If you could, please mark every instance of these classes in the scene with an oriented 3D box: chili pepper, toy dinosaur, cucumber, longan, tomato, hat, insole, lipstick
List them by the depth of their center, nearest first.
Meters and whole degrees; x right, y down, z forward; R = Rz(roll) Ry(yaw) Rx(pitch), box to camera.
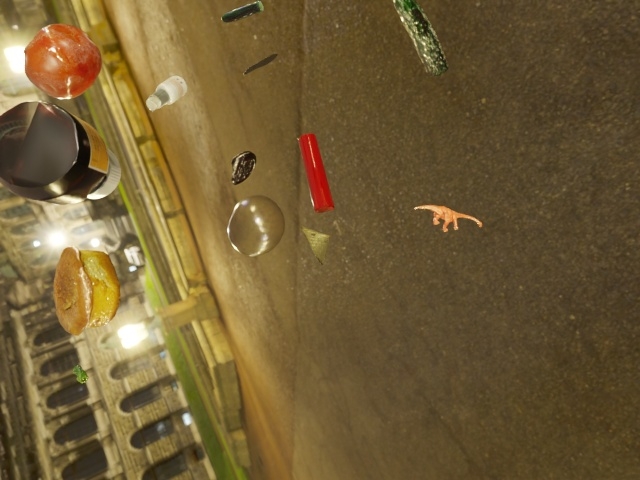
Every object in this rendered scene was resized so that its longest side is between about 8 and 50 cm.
[{"bbox_3d":[-0.114,-0.025,0.871,0.114,0.092,0.113,1,92,38],"label":"longan"},{"bbox_3d":[0.258,-0.538,1.298,0.293,0.067,0.067,38,-170,-51],"label":"cucumber"},{"bbox_3d":[-0.226,-0.647,1.433,0.032,0.133,0.032,-9,-90,-69],"label":"cucumber"},{"bbox_3d":[-0.702,0.386,1.467,0.091,0.030,0.034,16,140,47],"label":"chili pepper"},{"bbox_3d":[-0.176,-0.527,1.501,0.002,0.153,0.053,50,143,-5],"label":"insole"},{"bbox_3d":[-0.802,-0.552,1.580,0.189,0.231,0.232,34,159,-4],"label":"tomato"},{"bbox_3d":[0.000,0.000,1.603,0.145,0.067,0.146,61,-177,-5],"label":"hat"},{"bbox_3d":[-0.017,-0.231,1.739,0.073,0.073,0.279,130,129,-67],"label":"lipstick"},{"bbox_3d":[0.455,-0.079,1.765,0.055,0.280,0.101,-43,32,47],"label":"toy dinosaur"}]

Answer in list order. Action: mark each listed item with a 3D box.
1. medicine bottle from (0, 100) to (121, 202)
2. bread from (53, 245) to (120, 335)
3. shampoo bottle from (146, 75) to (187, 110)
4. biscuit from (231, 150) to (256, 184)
[{"bbox_3d":[-0.681,-0.203,1.345,0.395,0.243,0.242,146,102,-82],"label":"medicine bottle"},{"bbox_3d":[-0.709,0.149,1.511,0.269,0.146,0.268,-1,88,44],"label":"bread"},{"bbox_3d":[-0.527,-0.495,1.709,0.074,0.192,0.073,12,131,14],"label":"shampoo bottle"},{"bbox_3d":[-0.185,-0.170,1.181,0.027,0.089,0.087,42,-173,15],"label":"biscuit"}]
